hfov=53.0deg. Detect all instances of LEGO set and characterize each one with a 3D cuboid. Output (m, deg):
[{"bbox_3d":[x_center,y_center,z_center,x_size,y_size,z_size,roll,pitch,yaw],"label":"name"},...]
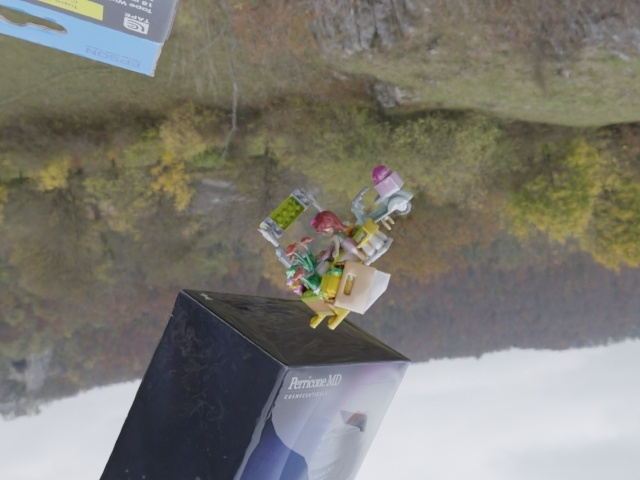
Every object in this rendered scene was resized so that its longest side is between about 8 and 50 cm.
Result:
[{"bbox_3d":[0.000,0.000,0.603,0.132,0.107,0.287,-44,-177,23],"label":"LEGO set"}]

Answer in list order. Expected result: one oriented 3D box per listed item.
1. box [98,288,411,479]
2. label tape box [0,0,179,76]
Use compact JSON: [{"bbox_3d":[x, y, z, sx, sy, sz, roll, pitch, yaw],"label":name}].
[{"bbox_3d":[-0.074,0.234,0.787,0.183,0.294,0.296,28,-172,33],"label":"box"},{"bbox_3d":[-0.192,-0.238,0.395,0.241,0.105,0.334,14,170,-19],"label":"label tape box"}]
